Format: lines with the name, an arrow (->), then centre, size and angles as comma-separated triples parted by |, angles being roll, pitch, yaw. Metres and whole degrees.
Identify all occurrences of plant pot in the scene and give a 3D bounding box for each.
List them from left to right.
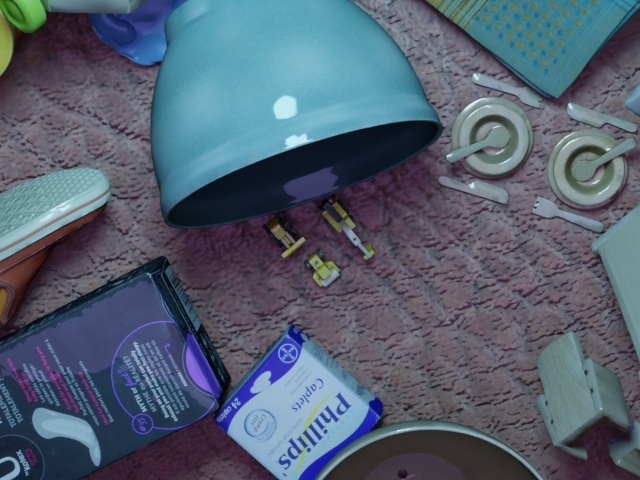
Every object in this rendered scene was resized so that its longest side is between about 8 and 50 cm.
plant pot -> -0.047, -0.153, 1.770 | 0.293, 0.293, 0.196 | -20, 81, 4
plant pot -> 0.104, 0.308, 1.841 | 0.284, 0.191, 0.284 | 0, 98, -2

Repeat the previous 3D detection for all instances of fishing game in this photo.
fishing game -> -0.161, -0.273, 1.871 | 0.264, 0.041, 0.189 | 6, 104, -4

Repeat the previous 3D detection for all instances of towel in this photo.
towel -> 0.173, -0.339, 1.773 | 0.370, 0.040, 0.271 | 36, 127, -8

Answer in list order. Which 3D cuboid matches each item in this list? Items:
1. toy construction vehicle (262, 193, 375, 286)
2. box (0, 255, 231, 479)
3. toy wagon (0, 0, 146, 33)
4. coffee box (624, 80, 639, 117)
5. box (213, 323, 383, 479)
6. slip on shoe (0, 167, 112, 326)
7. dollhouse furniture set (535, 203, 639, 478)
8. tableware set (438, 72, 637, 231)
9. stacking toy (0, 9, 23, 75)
toy construction vehicle -> 0.000, 0.000, 1.885 | 0.086, 0.035, 0.098 | -37, 108, 4
box -> -0.252, 0.152, 1.863 | 0.270, 0.143, 0.165 | -26, 95, 5
toy wagon -> -0.279, -0.361, 1.781 | 0.344, 0.068, 0.267 | 39, 62, 17
coffee box -> 0.556, -0.186, 1.669 | 0.338, 0.337, 0.334 | 39, 77, -2
box -> -0.023, 0.184, 1.896 | 0.137, 0.072, 0.126 | 41, 96, -3
slip on shoe -> -0.352, 0.037, 1.879 | 0.331, 0.123, 0.101 | -37, 116, 5
dollhouse furniture set -> 0.424, 0.123, 1.882 | 0.303, 0.198, 0.286 | 30, 121, -32
tableware set -> 0.234, -0.092, 1.876 | 0.194, 0.039, 0.128 | 17, 96, 0
stacking toy -> -0.463, -0.196, 1.879 | 0.309, 0.130, 0.280 | 15, 122, 3
